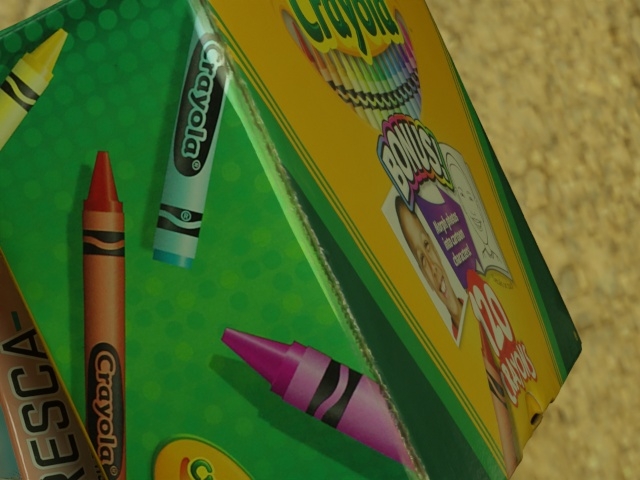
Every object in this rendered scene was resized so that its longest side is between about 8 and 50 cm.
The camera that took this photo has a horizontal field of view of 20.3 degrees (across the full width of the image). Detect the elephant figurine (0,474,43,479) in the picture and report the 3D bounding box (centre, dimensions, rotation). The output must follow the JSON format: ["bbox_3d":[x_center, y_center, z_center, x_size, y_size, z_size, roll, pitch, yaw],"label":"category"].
[{"bbox_3d":[-0.096,0.140,0.405,0.239,0.169,0.186,15,70,-21],"label":"elephant figurine"}]

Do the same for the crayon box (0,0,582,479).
[{"bbox_3d":[0.000,0.000,0.566,0.165,0.081,0.278,65,16,-1],"label":"crayon box"}]

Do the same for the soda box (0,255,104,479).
[{"bbox_3d":[-0.078,0.056,0.531,0.063,0.058,0.183,-5,67,-38],"label":"soda box"}]
